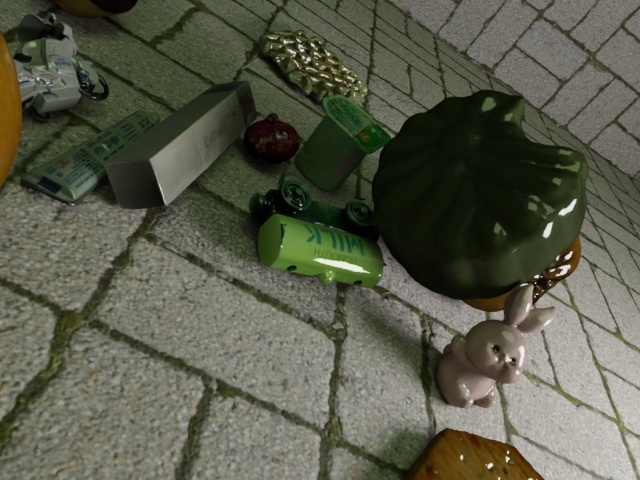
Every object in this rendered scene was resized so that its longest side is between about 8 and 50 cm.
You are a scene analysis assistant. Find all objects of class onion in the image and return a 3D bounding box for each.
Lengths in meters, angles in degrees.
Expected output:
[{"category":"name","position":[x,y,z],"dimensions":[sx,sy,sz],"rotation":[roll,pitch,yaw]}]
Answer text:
[{"category":"onion","position":[-0.090,-0.189,1.036],"dimensions":[0.107,0.097,0.107],"rotation":[11,30,-6]}]

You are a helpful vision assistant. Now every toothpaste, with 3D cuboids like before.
[{"category":"toothpaste","position":[-0.305,-0.129,0.800],"dimensions":[0.069,0.047,0.268],"rotation":[51,33,-17]}]

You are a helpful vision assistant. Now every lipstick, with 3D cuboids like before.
[{"category":"lipstick","position":[-0.202,-0.166,0.889],"dimensions":[0.079,0.076,0.372],"rotation":[-2,30,16]}]

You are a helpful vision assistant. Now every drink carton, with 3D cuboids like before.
[{"category":"drink carton","position":[0.031,-0.187,1.107],"dimensions":[0.144,0.142,0.146],"rotation":[46,34,5]}]

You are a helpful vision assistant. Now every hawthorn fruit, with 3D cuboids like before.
[{"category":"hawthorn fruit","position":[0.352,-0.012,1.120],"dimensions":[0.267,0.268,0.301],"rotation":[10,39,-37]}]

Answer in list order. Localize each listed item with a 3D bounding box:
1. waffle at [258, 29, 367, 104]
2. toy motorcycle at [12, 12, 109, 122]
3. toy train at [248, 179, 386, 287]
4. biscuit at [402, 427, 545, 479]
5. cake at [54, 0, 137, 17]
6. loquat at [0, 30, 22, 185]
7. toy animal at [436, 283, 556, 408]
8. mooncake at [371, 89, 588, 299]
[{"category":"waffle","position":[-0.014,-0.452,1.451],"dimensions":[0.292,0.056,0.309],"rotation":[44,35,5]},{"category":"toy motorcycle","position":[-0.415,-0.247,0.788],"dimensions":[0.150,0.102,0.221],"rotation":[54,34,-1]},{"category":"toy train","position":[0.000,0.000,0.908],"dimensions":[0.253,0.105,0.158],"rotation":[15,52,-35]},{"category":"biscuit","position":[0.237,0.408,0.696],"dimensions":[0.358,0.046,0.359],"rotation":[26,35,-20]},{"category":"cake","position":[-0.436,-0.516,1.010],"dimensions":[0.178,0.208,0.185],"rotation":[19,30,19]},{"category":"loquat","position":[-0.419,-0.126,0.452],"dimensions":[0.328,0.328,0.329],"rotation":[25,36,-20]},{"category":"toy animal","position":[0.273,0.168,0.868],"dimensions":[0.124,0.213,0.124],"rotation":[27,28,-15]},{"category":"mooncake","position":[0.247,-0.082,0.930],"dimensions":[0.187,0.351,0.352],"rotation":[50,15,-52]}]
